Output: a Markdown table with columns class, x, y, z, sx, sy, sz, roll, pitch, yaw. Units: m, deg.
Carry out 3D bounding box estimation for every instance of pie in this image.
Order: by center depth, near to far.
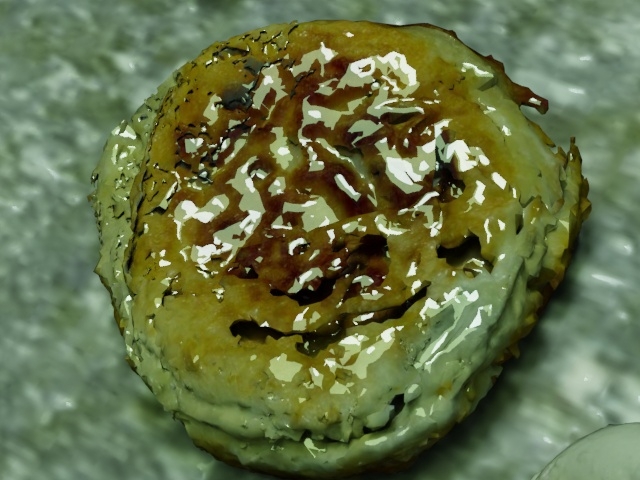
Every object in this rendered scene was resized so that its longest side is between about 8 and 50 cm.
| class | x | y | z | sx | sy | sz | roll | pitch | yaw |
| --- | --- | --- | --- | --- | --- | --- | --- | --- | --- |
| pie | 0.000 | 0.000 | 0.919 | 0.308 | 0.085 | 0.308 | -8 | 60 | 14 |

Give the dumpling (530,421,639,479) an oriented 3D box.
| class | x | y | z | sx | sy | sz | roll | pitch | yaw |
| --- | --- | --- | --- | --- | --- | --- | --- | --- | --- |
| dumpling | 0.153 | 0.160 | 0.771 | 0.176 | 0.092 | 0.150 | 37 | 100 | 31 |
